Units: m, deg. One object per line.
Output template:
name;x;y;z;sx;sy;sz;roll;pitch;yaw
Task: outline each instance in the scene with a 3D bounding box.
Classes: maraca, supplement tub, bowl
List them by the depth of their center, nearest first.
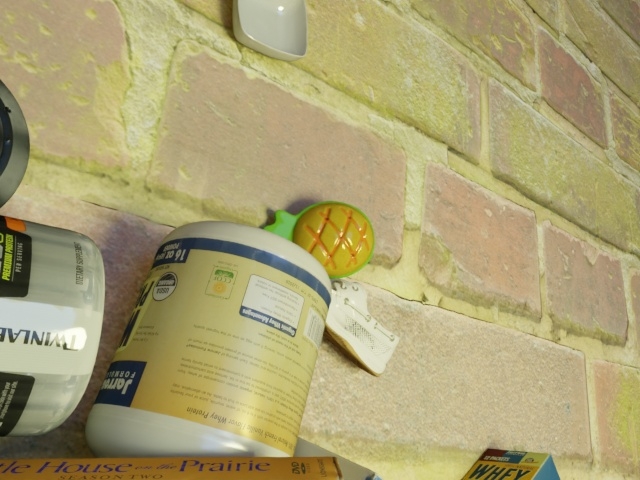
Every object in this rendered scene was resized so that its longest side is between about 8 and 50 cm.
supplement tub;-0.382;0.059;0.476;0.338;0.207;0.207;15;68;-38
supplement tub;-0.126;0.161;0.651;0.228;0.228;0.316;32;58;-30
maraca;0.000;0.000;0.901;0.186;0.099;0.127;-4;82;-16
bowl;-0.092;-0.377;0.958;0.142;0.053;0.141;10;71;-39

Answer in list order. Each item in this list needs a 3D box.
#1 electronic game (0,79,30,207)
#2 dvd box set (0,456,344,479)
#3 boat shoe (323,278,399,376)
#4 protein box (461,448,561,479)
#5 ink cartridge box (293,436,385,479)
electronic game;-0.433;-0.114;0.590;0.229;0.048;0.229;12;71;-36
dvd box set;-0.195;0.338;0.461;0.421;0.062;0.307;1;90;-5
boat shoe;0.028;0.101;0.878;0.096;0.098;0.277;-51;122;-14
protein box;0.351;0.524;1.017;0.200;0.136;0.201;-25;94;-42
ink cartridge box;0.078;0.424;0.712;0.395;0.270;0.151;45;65;-21
